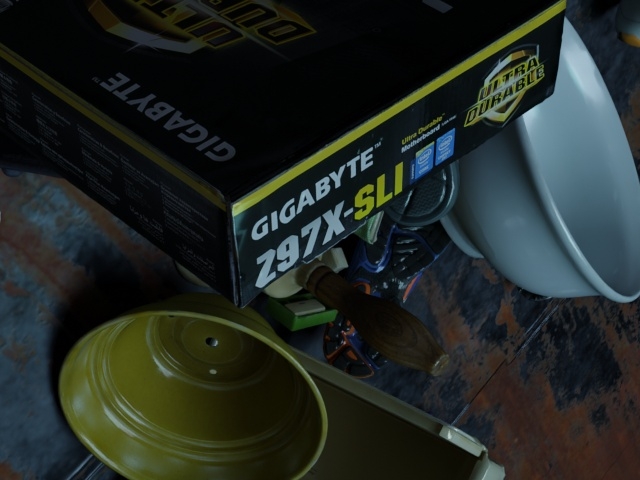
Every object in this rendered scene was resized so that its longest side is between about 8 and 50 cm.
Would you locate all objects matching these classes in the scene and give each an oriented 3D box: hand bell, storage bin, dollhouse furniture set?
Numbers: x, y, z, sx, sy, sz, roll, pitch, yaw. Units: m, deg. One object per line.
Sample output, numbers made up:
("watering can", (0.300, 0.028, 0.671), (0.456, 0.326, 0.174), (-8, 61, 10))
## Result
("hand bell", (0.006, 0.037, 1.097), (0.126, 0.242, 0.126), (-30, 137, -32))
("storage bin", (-0.017, 0.244, 1.193), (0.262, 0.260, 0.123), (-63, 150, -7))
("dollhouse furniture set", (0.000, 0.000, 1.207), (0.058, 0.076, 0.152), (-7, 123, -46))

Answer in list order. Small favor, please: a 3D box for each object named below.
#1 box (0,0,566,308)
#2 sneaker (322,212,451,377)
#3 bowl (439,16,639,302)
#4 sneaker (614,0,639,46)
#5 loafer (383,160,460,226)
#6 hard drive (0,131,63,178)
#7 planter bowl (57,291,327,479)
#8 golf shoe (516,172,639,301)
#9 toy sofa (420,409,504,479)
("box", (-0.059, -0.125, 0.816), (0.257, 0.322, 0.079), (-32, 140, -31))
("sneaker", (0.057, 0.027, 1.308), (0.221, 0.083, 0.087), (-60, -174, -14))
("bowl", (0.182, -0.069, 1.271), (0.134, 0.298, 0.298), (-20, 157, 27))
("sneaker", (0.368, -0.317, 1.402), (0.262, 0.099, 0.121), (-56, 139, -14))
("loafer", (0.060, -0.147, 1.107), (0.084, 0.096, 0.268), (-29, 111, -69))
("hard drive", (-0.111, -0.055, 0.952), (0.254, 0.172, 0.054), (7, 93, -56))
("planter bowl", (-0.095, 0.108, 1.123), (0.090, 0.217, 0.217), (-77, 169, -50))
("golf shoe", (0.303, 0.007, 1.585), (0.198, 0.077, 0.094), (-46, 144, -14))
("toy sofa", (0.046, 0.366, 1.523), (0.362, 0.177, 0.150), (-41, 167, -22))
